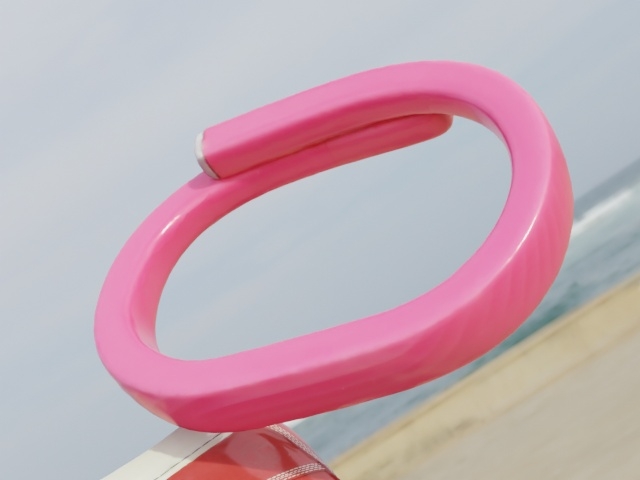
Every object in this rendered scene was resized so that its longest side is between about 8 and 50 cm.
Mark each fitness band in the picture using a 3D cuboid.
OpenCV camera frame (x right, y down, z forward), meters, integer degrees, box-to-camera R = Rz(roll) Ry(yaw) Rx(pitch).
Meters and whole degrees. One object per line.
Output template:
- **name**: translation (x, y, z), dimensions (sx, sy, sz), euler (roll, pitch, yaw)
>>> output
- **fitness band**: translation (0.000, 0.000, 0.771), dimensions (0.291, 0.054, 0.209), euler (-18, 45, 21)

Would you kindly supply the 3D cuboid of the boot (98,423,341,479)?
- **boot**: translation (-0.067, 0.201, 0.717), dimensions (0.244, 0.176, 0.088), euler (-36, -40, -27)
